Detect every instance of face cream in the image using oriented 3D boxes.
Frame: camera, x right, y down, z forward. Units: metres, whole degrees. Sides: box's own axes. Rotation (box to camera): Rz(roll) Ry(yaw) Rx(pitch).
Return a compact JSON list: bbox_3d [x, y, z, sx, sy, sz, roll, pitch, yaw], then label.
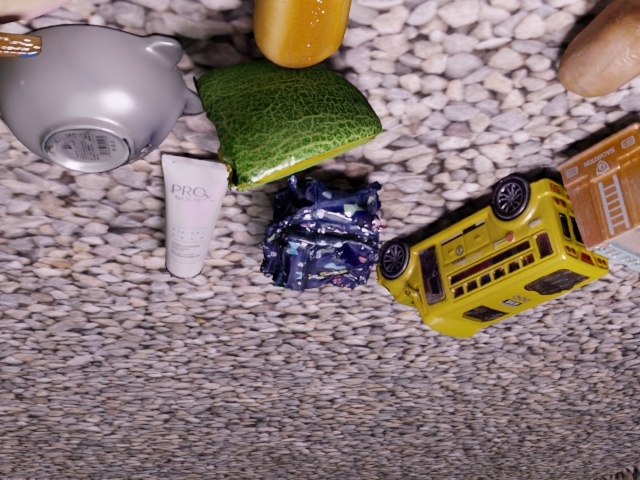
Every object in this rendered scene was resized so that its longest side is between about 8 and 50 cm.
[{"bbox_3d":[-0.170,-0.033,1.205,0.092,0.058,0.244,6,146,-10],"label":"face cream"}]

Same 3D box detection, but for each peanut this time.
[{"bbox_3d":[0.301,-0.196,0.932,0.076,0.076,0.152,7,156,-21],"label":"peanut"}]

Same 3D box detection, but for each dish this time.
[{"bbox_3d":[-0.235,-0.126,0.970,0.227,0.086,0.236,13,149,-30],"label":"dish"}]

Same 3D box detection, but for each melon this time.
[{"bbox_3d":[-0.034,-0.134,0.942,0.169,0.129,0.265,-20,-178,-4],"label":"melon"}]

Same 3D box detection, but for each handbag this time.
[{"bbox_3d":[0.000,0.000,1.230,0.161,0.113,0.260,5,160,-4],"label":"handbag"}]

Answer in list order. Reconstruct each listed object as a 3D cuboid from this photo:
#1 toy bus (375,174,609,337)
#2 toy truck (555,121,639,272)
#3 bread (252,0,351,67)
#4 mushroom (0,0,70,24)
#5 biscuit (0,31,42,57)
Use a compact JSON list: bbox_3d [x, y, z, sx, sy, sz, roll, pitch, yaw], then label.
[{"bbox_3d":[0.234,0.038,1.296,0.145,0.151,0.331,16,146,-38],"label":"toy bus"},{"bbox_3d":[0.458,-0.029,1.185,0.305,0.162,0.136,18,145,-37],"label":"toy truck"},{"bbox_3d":[-0.014,-0.245,0.784,0.092,0.074,0.239,-15,157,-14],"label":"bread"},{"bbox_3d":[-0.216,-0.227,0.691,0.173,0.162,0.236,8,152,-19],"label":"mushroom"},{"bbox_3d":[-0.269,-0.150,0.687,0.129,0.019,0.119,8,-170,18],"label":"biscuit"}]
